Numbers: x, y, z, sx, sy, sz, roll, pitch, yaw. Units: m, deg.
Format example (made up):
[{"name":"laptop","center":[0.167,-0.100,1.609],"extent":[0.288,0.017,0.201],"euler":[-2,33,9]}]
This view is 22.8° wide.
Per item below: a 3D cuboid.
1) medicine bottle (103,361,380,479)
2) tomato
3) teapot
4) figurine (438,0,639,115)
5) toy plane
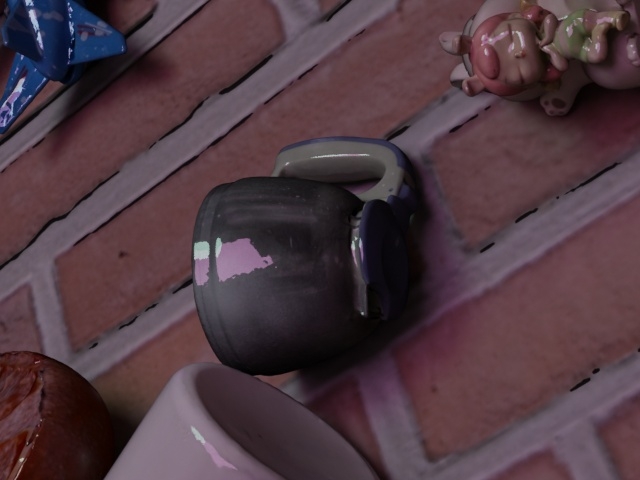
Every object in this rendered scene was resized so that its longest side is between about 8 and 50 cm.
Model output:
[{"name":"medicine bottle","center":[-0.078,0.194,0.831],"extent":[0.139,0.139,0.237],"euler":[43,106,42]},{"name":"tomato","center":[-0.205,0.172,0.959],"extent":[0.237,0.095,0.237],"euler":[-36,33,29]},{"name":"teapot","center":[0.002,0.011,0.885],"extent":[0.108,0.149,0.111],"euler":[-7,106,22]},{"name":"figurine","center":[0.106,-0.111,0.832],"extent":[0.146,0.098,0.081],"euler":[-8,79,36]},{"name":"toy plane","center":[-0.203,-0.216,1.129],"extent":[0.254,0.105,0.271],"euler":[-29,55,27]}]
